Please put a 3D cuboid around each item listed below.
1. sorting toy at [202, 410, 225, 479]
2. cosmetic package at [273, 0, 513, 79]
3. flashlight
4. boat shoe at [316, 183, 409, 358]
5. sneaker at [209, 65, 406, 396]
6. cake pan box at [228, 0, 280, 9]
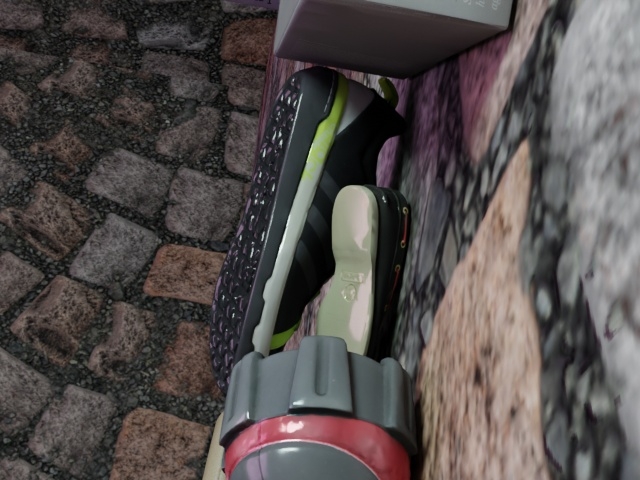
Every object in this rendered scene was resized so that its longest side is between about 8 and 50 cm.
[{"bbox_3d":[-0.031,0.260,0.483,0.307,0.041,0.229,-87,-16,-68],"label":"sorting toy"},{"bbox_3d":[0.035,-0.168,0.515,0.238,0.107,0.127,-143,63,-79],"label":"cosmetic package"},{"bbox_3d":[-0.004,0.188,0.388,0.103,0.103,0.304,99,176,-46],"label":"flashlight"},{"bbox_3d":[0.028,0.031,0.572,0.049,0.042,0.132,17,102,47],"label":"boat shoe"},{"bbox_3d":[0.000,0.000,0.607,0.084,0.097,0.234,19,92,68],"label":"sneaker"},{"bbox_3d":[-0.070,-0.384,1.015,0.070,0.246,0.266,116,161,-66],"label":"cake pan box"}]
